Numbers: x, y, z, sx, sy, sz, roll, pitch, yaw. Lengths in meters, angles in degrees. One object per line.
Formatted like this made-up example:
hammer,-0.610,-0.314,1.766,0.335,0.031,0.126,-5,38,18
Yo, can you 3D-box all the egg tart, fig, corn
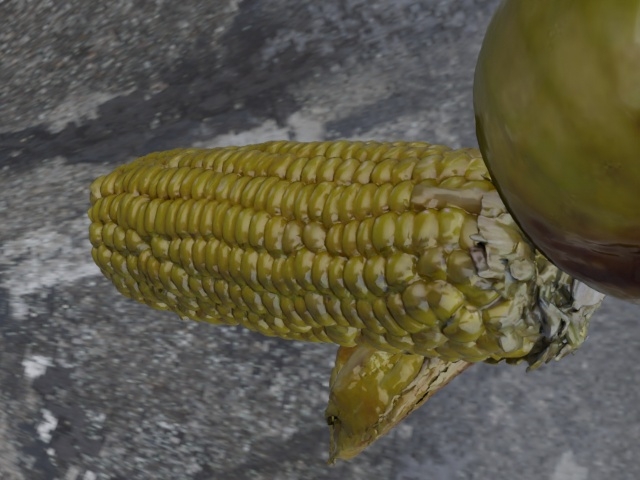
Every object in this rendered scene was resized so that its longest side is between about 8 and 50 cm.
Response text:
egg tart,0.087,0.108,1.434,0.132,0.297,0.297,44,70,1
fig,0.107,-0.041,0.363,0.136,0.153,0.120,9,84,-17
corn,0.000,0.000,0.701,0.115,0.318,0.115,-7,99,-51
